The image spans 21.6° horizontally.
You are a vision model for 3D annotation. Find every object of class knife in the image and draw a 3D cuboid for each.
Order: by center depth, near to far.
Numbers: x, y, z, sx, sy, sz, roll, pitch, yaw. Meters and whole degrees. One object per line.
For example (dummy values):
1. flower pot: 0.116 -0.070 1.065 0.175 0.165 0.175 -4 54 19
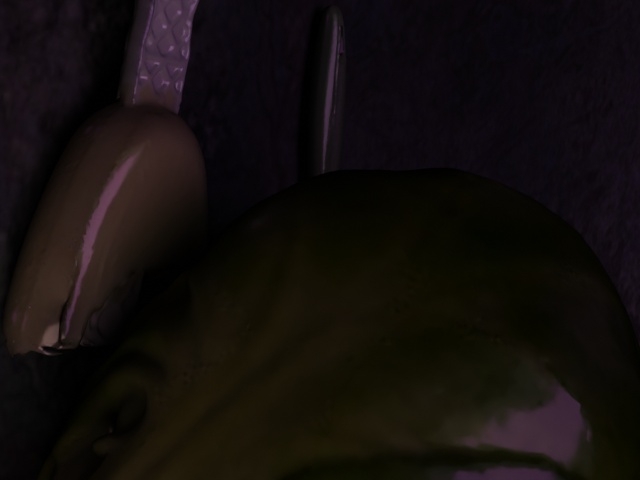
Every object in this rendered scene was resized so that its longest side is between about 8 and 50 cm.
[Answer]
1. knife: 0.002 0.000 1.049 0.043 0.019 0.293 -11 108 -56

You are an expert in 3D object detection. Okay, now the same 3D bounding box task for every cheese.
1. cheese: -0.095 -0.054 0.866 0.127 0.049 0.235 5 95 -56

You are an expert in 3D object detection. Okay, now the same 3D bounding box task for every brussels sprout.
1. brussels sprout: 0.007 0.136 0.862 0.354 0.281 0.289 -30 161 -21
